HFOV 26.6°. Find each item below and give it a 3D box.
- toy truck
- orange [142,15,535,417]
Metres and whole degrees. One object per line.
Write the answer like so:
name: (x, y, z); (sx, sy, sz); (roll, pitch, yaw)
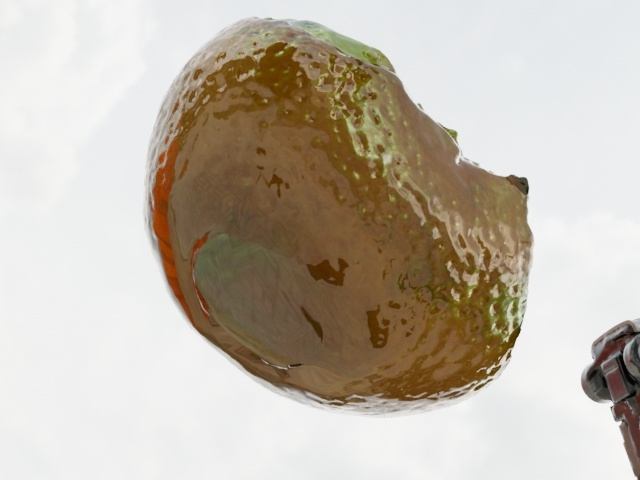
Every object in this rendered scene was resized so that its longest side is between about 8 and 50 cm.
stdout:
toy truck: (0.312, 0.185, 1.108); (0.114, 0.124, 0.253); (126, -49, -65)
orange: (-0.007, 0.005, 1.024); (0.334, 0.196, 0.263); (50, -33, -12)
